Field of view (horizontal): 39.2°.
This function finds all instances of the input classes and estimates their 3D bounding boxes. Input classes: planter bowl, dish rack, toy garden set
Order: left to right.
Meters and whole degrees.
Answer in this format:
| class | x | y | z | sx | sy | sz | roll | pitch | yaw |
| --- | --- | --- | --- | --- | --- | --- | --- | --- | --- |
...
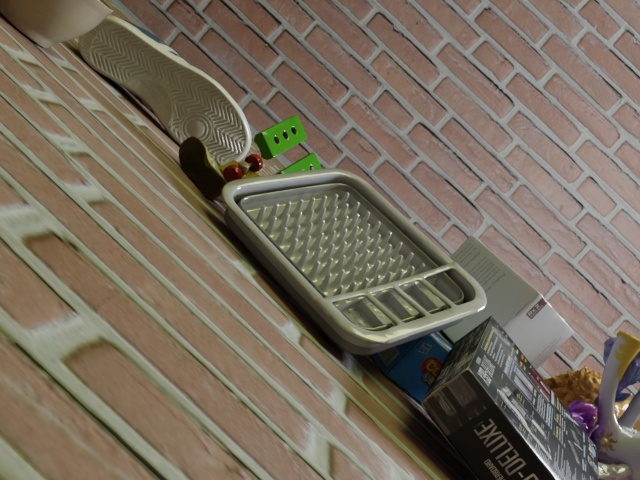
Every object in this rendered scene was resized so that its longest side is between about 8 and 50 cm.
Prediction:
| class | x | y | z | sx | sy | sz | roll | pitch | yaw |
| --- | --- | --- | --- | --- | --- | --- | --- | --- | --- |
| planter bowl | -0.393 | -0.345 | 1.278 | 0.162 | 0.109 | 0.162 | 44 | 4 | -4 |
| toy garden set | -0.053 | -0.050 | 1.388 | 0.204 | 0.049 | 0.244 | -38 | 106 | -53 |
| dish rack | 0.037 | 0.029 | 1.243 | 0.285 | 0.072 | 0.333 | -13 | 48 | -44 |

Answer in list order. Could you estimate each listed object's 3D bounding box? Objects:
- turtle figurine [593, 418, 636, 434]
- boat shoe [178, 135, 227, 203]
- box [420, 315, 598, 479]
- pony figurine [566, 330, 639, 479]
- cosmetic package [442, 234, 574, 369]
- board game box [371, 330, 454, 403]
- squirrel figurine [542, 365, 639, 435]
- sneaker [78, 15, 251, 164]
| class | x | y | z | sx | sy | sz | roll | pitch | yaw |
| --- | --- | --- | --- | --- | --- | --- | --- | --- | --- |
| turtle figurine | 0.563 | 0.446 | 1.759 | 0.275 | 0.198 | 0.266 | 42 | 7 | 36 |
| boat shoe | -0.175 | -0.104 | 1.372 | 0.045 | 0.050 | 0.135 | 43 | 13 | -54 |
| box | 0.252 | 0.239 | 1.141 | 0.242 | 0.076 | 0.307 | 52 | 17 | 4 |
| pony figurine | 0.486 | 0.346 | 1.486 | 0.351 | 0.363 | 0.303 | 27 | 2 | 35 |
| cosmetic package | 0.282 | 0.121 | 1.480 | 0.151 | 0.151 | 0.183 | 40 | 7 | -42 |
| board game box | 0.170 | 0.183 | 1.445 | 0.302 | 0.086 | 0.308 | 40 | 6 | -30 |
| squirrel figurine | 0.691 | 0.467 | 2.260 | 0.397 | 0.281 | 0.370 | 46 | -2 | 1 |
| sneaker | -0.264 | -0.276 | 1.604 | 0.350 | 0.131 | 0.148 | 42 | 9 | -14 |
